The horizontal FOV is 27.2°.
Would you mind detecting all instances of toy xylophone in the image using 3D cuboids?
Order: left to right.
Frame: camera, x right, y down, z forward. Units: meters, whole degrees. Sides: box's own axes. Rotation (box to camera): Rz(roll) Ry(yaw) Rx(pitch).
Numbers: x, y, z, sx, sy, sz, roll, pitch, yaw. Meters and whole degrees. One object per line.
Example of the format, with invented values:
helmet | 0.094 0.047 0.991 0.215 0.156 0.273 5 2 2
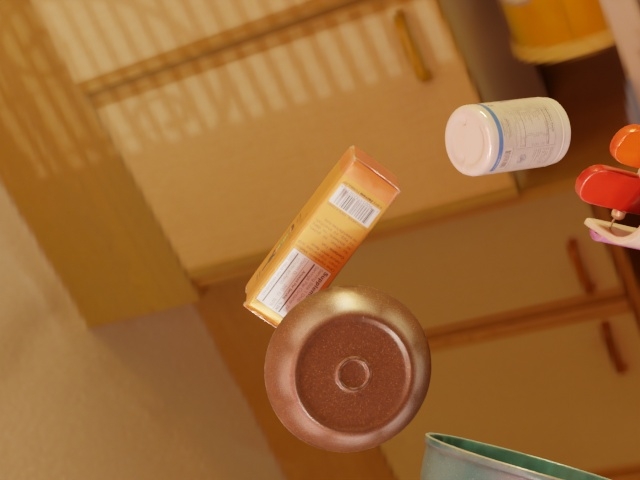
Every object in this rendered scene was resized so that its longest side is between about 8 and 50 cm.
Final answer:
toy xylophone | 0.408 -0.097 1.288 0.236 0.322 0.081 18 -152 -33

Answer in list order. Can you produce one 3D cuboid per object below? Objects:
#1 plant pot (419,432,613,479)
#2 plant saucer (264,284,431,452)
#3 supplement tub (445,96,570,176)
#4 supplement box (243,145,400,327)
plant pot | 0.220 0.381 1.528 0.272 0.272 0.255 21 -97 -58
plant saucer | 0.035 0.151 1.523 0.036 0.199 0.198 -149 39 -79
supplement tub | 0.181 -0.101 1.281 0.107 0.071 0.071 -10 -95 -35
supplement box | 0.000 0.000 1.635 0.080 0.233 0.078 37 -167 -10
